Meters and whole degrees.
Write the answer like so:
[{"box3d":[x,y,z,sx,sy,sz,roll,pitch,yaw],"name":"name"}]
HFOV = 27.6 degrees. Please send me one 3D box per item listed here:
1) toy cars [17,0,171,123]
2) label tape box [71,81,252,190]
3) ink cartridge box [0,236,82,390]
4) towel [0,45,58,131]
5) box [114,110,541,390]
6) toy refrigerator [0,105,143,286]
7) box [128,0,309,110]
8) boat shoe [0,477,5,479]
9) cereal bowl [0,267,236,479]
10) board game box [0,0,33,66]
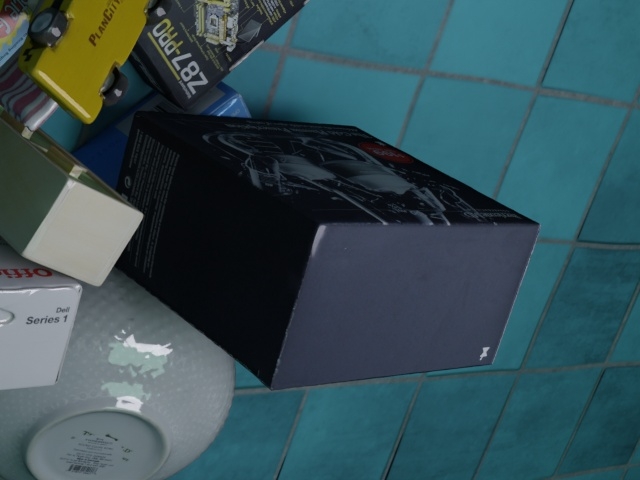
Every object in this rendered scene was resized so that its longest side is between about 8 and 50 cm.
[{"box3d":[-0.220,-0.302,1.148,0.176,0.087,0.393,-14,104,-50],"name":"toy cars"},{"box3d":[-0.161,-0.002,1.581,0.249,0.115,0.347,-40,139,-16],"name":"label tape box"},{"box3d":[-0.392,0.034,1.268,0.201,0.278,0.117,-1,117,-41],"name":"ink cartridge box"},{"box3d":[-0.282,-0.197,1.273,0.144,0.197,0.029,-50,138,-4],"name":"towel"},{"box3d":[0.000,0.000,1.410,0.343,0.312,0.179,-1,116,-44],"name":"box"},{"box3d":[-0.296,-0.067,1.294,0.102,0.269,0.094,29,96,-47],"name":"toy refrigerator"},{"box3d":[-0.134,-0.377,1.366,0.318,0.097,0.395,-46,138,-11],"name":"box"},{"box3d":[-0.474,0.332,1.521,0.302,0.103,0.113,-18,130,-32],"name":"boat shoe"},{"box3d":[-0.257,0.188,1.494,0.339,0.141,0.339,-8,135,-8],"name":"cereal bowl"},{"box3d":[-0.363,-0.302,1.172,0.144,0.142,0.275,-48,138,-7],"name":"board game box"}]
